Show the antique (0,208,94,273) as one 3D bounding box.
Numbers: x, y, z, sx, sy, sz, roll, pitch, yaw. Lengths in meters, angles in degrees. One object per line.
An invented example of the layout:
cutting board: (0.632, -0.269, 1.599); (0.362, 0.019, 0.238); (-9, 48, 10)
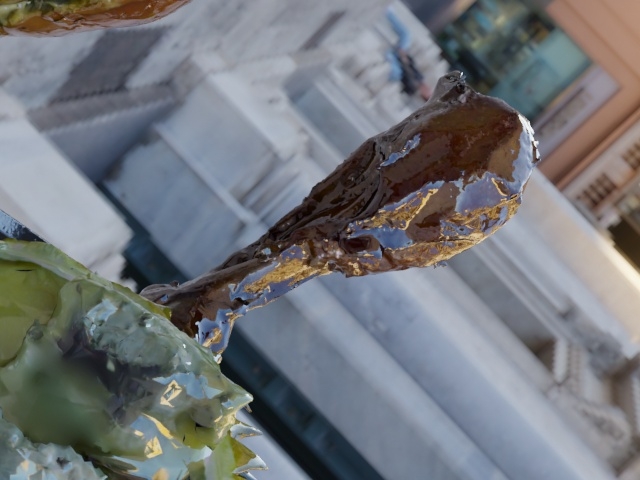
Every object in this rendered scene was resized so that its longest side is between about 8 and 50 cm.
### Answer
antique: (-0.189, -0.003, 0.798); (0.031, 0.192, 0.015); (-12, -126, 34)

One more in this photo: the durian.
durian: (-0.140, 0.081, 0.548); (0.166, 0.306, 0.172); (141, -29, -84)

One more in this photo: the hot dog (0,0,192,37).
hot dog: (-0.125, -0.148, 0.638); (0.269, 0.115, 0.072); (-10, -138, 38)

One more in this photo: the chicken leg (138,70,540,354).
chicken leg: (0.000, 0.000, 0.856); (0.304, 0.093, 0.113); (-29, -146, -6)
